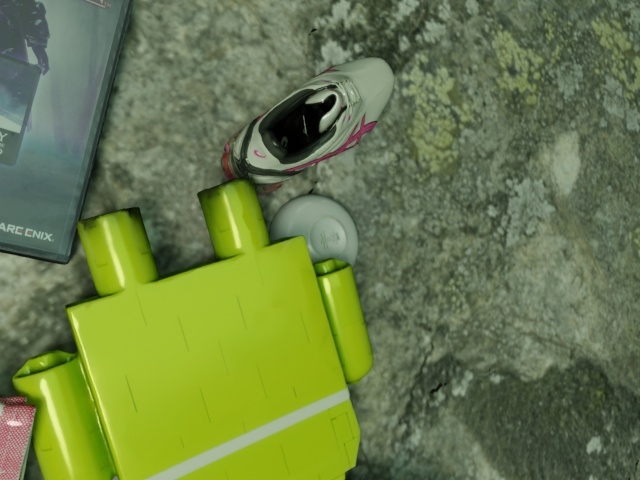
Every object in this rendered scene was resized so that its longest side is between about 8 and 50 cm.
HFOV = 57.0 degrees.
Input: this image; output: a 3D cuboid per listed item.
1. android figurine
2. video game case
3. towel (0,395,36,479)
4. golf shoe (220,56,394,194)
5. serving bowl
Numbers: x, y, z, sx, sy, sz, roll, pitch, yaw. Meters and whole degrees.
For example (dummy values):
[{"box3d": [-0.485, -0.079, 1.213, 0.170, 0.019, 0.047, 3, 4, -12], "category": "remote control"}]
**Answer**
[{"box3d": [-0.069, 0.101, 0.416, 0.248, 0.056, 0.273, -20, 97, -25], "category": "android figurine"}, {"box3d": [-0.235, -0.138, 0.387, 0.196, 0.026, 0.274, 15, 76, -27], "category": "video game case"}, {"box3d": [-0.266, 0.145, 0.304, 0.197, 0.029, 0.144, 12, 92, -27], "category": "towel"}, {"box3d": [0.008, -0.102, 0.483, 0.186, 0.086, 0.067, -42, 102, -29], "category": "golf shoe"}, {"box3d": [0.000, 0.000, 0.496, 0.083, 0.027, 0.083, 5, 80, -30], "category": "serving bowl"}]
